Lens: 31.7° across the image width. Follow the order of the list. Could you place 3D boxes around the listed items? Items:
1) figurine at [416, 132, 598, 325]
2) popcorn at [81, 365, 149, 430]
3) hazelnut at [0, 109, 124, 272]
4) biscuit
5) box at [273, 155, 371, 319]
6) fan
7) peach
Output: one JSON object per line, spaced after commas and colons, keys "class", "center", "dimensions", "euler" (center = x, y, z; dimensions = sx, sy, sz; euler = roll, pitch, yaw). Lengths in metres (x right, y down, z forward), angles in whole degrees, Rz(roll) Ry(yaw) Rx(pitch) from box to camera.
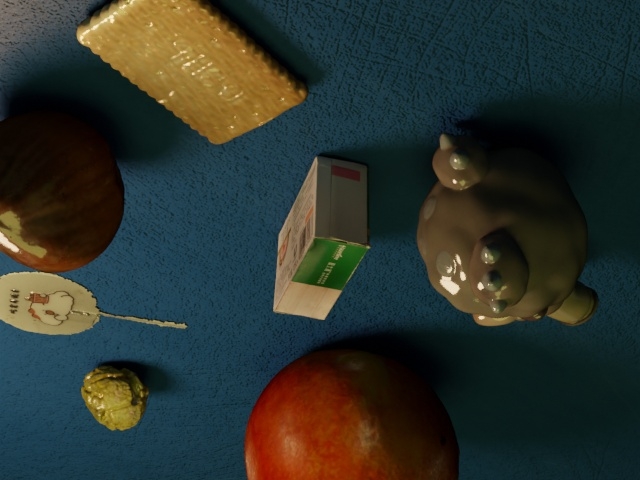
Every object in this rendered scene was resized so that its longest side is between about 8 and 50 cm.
{"class": "figurine", "center": [0.261, 0.016, 1.467], "dimensions": [0.203, 0.248, 0.380], "euler": [-20, 153, 20]}
{"class": "popcorn", "center": [-0.351, 0.267, 1.947], "dimensions": [0.106, 0.116, 0.120], "euler": [-38, 90, 6]}
{"class": "hazelnut", "center": [-0.337, -0.065, 1.388], "dimensions": [0.186, 0.210, 0.210], "euler": [-40, 141, -9]}
{"class": "biscuit", "center": [-0.145, -0.208, 1.313], "dimensions": [0.160, 0.030, 0.250], "euler": [-25, 137, 32]}
{"class": "box", "center": [0.000, 0.000, 1.511], "dimensions": [0.081, 0.135, 0.199], "euler": [12, 145, -15]}
{"class": "fan", "center": [-0.377, 0.117, 1.806], "dimensions": [0.329, 0.009, 0.190], "euler": [11, 143, -12]}
{"class": "peach", "center": [0.050, 0.372, 1.840], "dimensions": [0.389, 0.388, 0.388], "euler": [1, 145, 1]}
